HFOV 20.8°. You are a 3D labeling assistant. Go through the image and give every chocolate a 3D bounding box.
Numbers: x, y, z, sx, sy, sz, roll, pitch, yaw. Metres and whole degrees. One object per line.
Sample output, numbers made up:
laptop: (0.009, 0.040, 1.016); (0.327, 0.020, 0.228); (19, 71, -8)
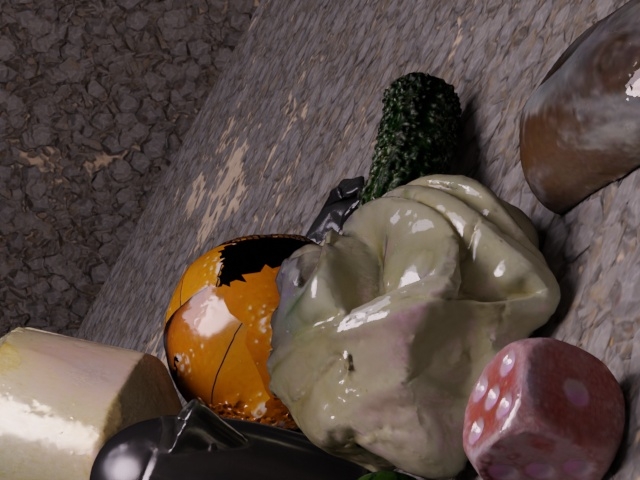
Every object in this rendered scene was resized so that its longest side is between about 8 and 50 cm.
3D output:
chocolate: (0.244, -0.136, 1.492); (0.254, 0.080, 0.157); (-38, 30, 61)

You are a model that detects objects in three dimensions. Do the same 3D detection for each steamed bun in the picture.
steamed bun: (0.063, 0.060, 1.566); (0.280, 0.207, 0.268); (-61, 14, 10)

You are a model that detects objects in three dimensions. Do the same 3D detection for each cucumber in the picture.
cucumber: (0.096, -0.079, 1.822); (0.096, 0.096, 0.359); (-59, 7, 24)

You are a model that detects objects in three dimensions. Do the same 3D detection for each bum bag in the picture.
bum bag: (0.000, 0.000, 2.223); (0.198, 0.049, 0.087); (-62, 19, 10)

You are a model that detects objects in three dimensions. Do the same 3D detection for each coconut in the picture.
coconut: (-0.243, 0.215, 1.804); (0.239, 0.244, 0.239); (13, -90, -74)

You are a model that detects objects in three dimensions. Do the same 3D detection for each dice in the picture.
dice: (0.165, 0.134, 1.290); (0.091, 0.093, 0.094); (-50, 20, 45)

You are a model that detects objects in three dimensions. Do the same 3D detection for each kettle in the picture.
kettle: (-0.097, 0.264, 1.662); (0.251, 0.271, 0.207); (-38, 30, 59)

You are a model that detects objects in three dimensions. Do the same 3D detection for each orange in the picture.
orange: (-0.056, 0.105, 1.877); (0.234, 0.234, 0.182); (-67, 16, -10)

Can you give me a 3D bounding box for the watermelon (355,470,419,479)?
watermelon: (0.060, 0.251, 1.483); (0.109, 0.109, 0.109); (-58, 15, 26)
